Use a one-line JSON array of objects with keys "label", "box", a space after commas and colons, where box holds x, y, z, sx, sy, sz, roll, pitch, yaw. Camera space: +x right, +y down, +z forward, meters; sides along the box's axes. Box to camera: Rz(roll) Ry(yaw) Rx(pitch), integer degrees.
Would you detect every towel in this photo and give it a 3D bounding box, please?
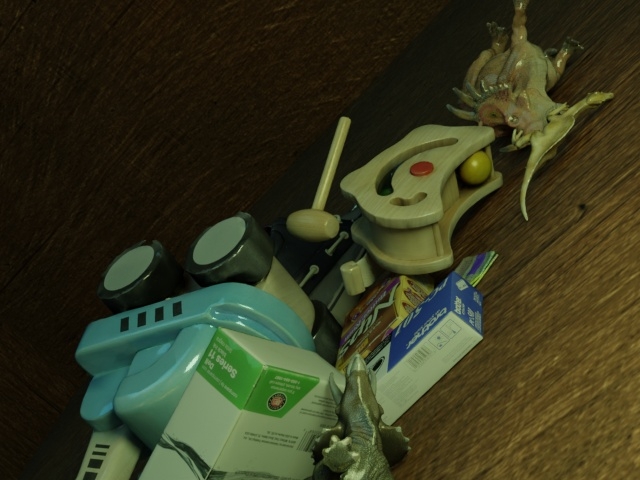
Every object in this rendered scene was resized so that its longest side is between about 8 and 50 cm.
[{"label": "towel", "box": [0.160, 0.037, 1.461, 0.060, 0.009, 0.083, -51, 9, -13]}]

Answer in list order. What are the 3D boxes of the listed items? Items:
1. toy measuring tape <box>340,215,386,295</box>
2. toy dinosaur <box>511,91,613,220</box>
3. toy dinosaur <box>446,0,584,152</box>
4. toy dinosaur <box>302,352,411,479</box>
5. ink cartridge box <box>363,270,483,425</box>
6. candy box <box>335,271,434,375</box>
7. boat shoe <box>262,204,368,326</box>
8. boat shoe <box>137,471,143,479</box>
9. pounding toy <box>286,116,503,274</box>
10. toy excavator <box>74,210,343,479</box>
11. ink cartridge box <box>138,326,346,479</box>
[{"label": "toy measuring tape", "box": [0.076, -0.029, 1.703, 0.121, 0.121, 0.330, -42, 2, 42]}, {"label": "toy dinosaur", "box": [0.247, -0.105, 1.482, 0.183, 0.053, 0.092, -52, 11, -13]}, {"label": "toy dinosaur", "box": [0.231, -0.191, 1.718, 0.200, 0.127, 0.296, -59, 5, -10]}, {"label": "toy dinosaur", "box": [-0.004, 0.252, 1.165, 0.313, 0.121, 0.160, -57, -2, -12]}, {"label": "ink cartridge box", "box": [0.080, 0.131, 1.358, 0.207, 0.046, 0.097, -46, 11, 21]}, {"label": "candy box", "box": [0.073, 0.098, 1.504, 0.109, 0.053, 0.186, -46, 11, 19]}, {"label": "boat shoe", "box": [0.000, 0.000, 1.909, 0.127, 0.158, 0.340, -43, 12, 37]}, {"label": "boat shoe", "box": [-0.202, 0.341, 1.737, 0.079, 0.095, 0.254, -58, -5, 30]}, {"label": "pounding toy", "box": [0.102, -0.068, 1.531, 0.269, 0.155, 0.154, -36, 37, -31]}, {"label": "toy excavator", "box": [-0.224, 0.224, 1.632, 0.433, 0.222, 0.445, -18, 35, 29]}, {"label": "ink cartridge box", "box": [-0.074, 0.205, 1.303, 0.087, 0.153, 0.208, 35, 99, 42]}]
